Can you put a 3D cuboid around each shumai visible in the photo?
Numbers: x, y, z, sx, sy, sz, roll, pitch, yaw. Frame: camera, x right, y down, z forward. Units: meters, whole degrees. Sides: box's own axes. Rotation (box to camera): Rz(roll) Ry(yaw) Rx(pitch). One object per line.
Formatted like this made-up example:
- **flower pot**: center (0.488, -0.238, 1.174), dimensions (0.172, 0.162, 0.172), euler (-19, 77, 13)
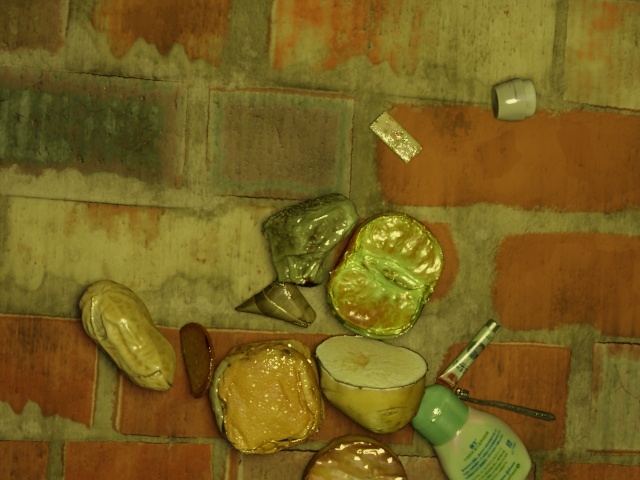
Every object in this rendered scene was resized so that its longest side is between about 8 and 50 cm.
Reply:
- **shumai**: center (0.000, 0.000, 1.703), dimensions (0.260, 0.225, 0.222), euler (-21, 101, 20)

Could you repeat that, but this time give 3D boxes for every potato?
- **potato**: center (0.120, 0.389, 1.706), dimensions (0.299, 0.246, 0.196), euler (14, 114, 21)

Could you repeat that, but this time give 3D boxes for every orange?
- **orange**: center (0.171, 0.097, 1.723), dimensions (0.262, 0.196, 0.334), euler (23, 85, 10)

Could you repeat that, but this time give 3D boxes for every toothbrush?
- **toothbrush**: center (0.519, 0.463, 1.825), dimensions (0.297, 0.030, 0.030), euler (15, 79, -3)

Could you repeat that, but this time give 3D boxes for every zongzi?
- **zongzi**: center (-0.117, 0.199, 1.768), dimensions (0.176, 0.078, 0.160), euler (-36, 92, 7)

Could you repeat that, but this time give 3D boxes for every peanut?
- **peanut**: center (-0.496, 0.250, 1.701), dimensions (0.174, 0.158, 0.340), euler (-32, 97, 35)

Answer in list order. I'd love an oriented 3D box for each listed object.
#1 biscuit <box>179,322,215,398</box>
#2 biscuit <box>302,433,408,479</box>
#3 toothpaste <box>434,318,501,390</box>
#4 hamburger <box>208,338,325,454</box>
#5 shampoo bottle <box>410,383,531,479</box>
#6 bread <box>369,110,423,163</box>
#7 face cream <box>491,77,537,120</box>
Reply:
- **biscuit**: center (-0.316, 0.302, 1.709), dimensions (0.126, 0.025, 0.206), euler (-41, 56, 35)
- **biscuit**: center (0.093, 0.674, 1.764), dimensions (0.296, 0.102, 0.296), euler (0, 93, -1)
- **toothpaste**: center (0.415, 0.320, 1.815), dimensions (0.062, 0.039, 0.239), euler (41, 90, -10)
- **hamburger**: center (-0.142, 0.409, 1.713), dimensions (0.318, 0.158, 0.319), euler (0, 87, 5)
- **shampoo bottle**: center (0.387, 0.536, 1.756), dimensions (0.349, 0.151, 0.222), euler (43, 82, -3)
- **bread**: center (0.210, -0.287, 1.808), dimensions (0.153, 0.028, 0.068), euler (44, 89, -1)
- **face cream**: center (0.531, -0.385, 1.783), dimensions (0.104, 0.117, 0.117), euler (-7, 90, 6)
